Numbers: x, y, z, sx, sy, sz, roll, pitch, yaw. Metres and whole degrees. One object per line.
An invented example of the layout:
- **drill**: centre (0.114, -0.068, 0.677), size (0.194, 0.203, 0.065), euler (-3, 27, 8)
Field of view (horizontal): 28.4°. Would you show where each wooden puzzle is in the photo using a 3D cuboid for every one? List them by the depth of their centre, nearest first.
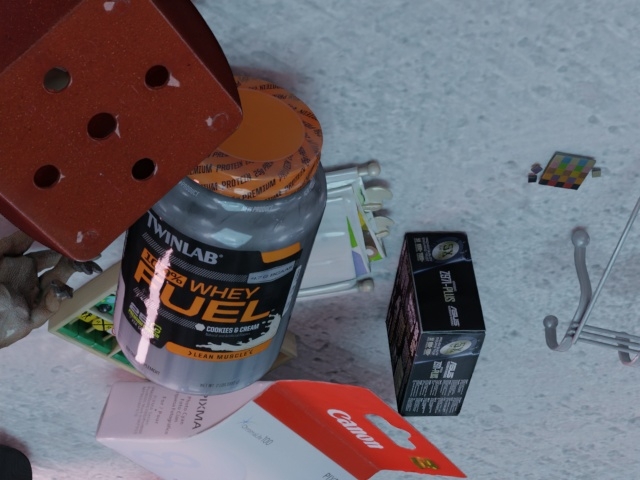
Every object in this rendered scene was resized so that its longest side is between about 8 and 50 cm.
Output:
- **wooden puzzle**: centre (0.276, -0.078, 1.420), size (0.083, 0.006, 0.049), euler (8, 138, -16)

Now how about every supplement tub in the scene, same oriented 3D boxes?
- **supplement tub**: centre (-0.105, -0.002, 1.308), size (0.194, 0.193, 0.316), euler (5, 135, -13)

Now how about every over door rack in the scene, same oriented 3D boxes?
- **over door rack**: centre (0.432, 0.011, 1.486), size (0.240, 0.108, 0.324), euler (13, 123, -21)

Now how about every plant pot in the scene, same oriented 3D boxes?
- **plant pot**: centre (-0.220, -0.142, 1.024), size (0.267, 0.236, 0.267), euler (-42, 135, -1)

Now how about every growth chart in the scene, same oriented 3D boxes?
- **growth chart**: centre (0.000, 0.000, 1.467), size (0.172, 0.021, 0.237), euler (-5, 140, -2)

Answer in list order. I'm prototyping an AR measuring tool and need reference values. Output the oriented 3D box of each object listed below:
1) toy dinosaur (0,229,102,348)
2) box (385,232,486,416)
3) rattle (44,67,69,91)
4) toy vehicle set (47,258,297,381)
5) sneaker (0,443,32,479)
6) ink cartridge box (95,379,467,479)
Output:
- **toy dinosaur**: centre (-0.352, 0.071, 1.352), size (0.127, 0.295, 0.200), euler (42, 115, -4)
- **box**: centre (0.134, 0.102, 1.508), size (0.078, 0.147, 0.180), euler (0, 139, -7)
- **rattle**: centre (-0.292, -0.131, 1.270), size (0.130, 0.143, 0.199), euler (30, 92, -27)
- **toy vehicle set**: centre (-0.180, 0.115, 1.571), size (0.166, 0.035, 0.267), euler (-33, 133, 29)
- **sneaker**: centre (-0.633, 0.324, 1.705), size (0.448, 0.169, 0.257), euler (-2, -169, -42)
- **ink cartridge box**: centre (-0.047, 0.280, 1.635), size (0.385, 0.091, 0.308), euler (-2, 150, 31)
